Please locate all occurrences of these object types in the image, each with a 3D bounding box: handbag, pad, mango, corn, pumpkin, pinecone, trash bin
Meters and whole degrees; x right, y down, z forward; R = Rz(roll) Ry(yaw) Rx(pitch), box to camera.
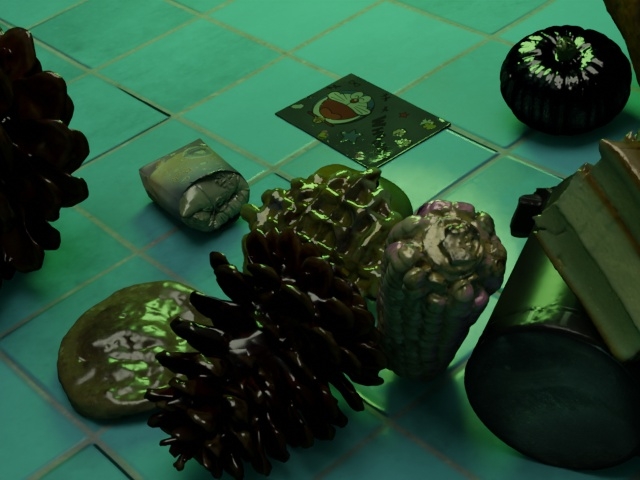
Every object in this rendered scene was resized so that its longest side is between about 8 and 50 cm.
[{"bbox_3d":[-0.177,-0.073,1.701,0.117,0.095,0.173,-30,34,-17],"label":"handbag"},{"bbox_3d":[0.065,-0.194,1.870,0.170,0.006,0.245,-30,42,-26],"label":"pad"},{"bbox_3d":[0.044,-0.042,1.623,0.191,0.086,0.122,21,59,44],"label":"mango"},{"bbox_3d":[0.115,0.064,1.280,0.126,0.335,0.127,2,67,-4],"label":"corn"},{"bbox_3d":[0.367,-0.240,1.764,0.194,0.150,0.194,11,28,-6],"label":"pumpkin"},{"bbox_3d":[-0.508,-0.105,1.560,0.397,0.398,0.398,-5,38,4],"label":"pinecone"},{"bbox_3d":[0.303,0.079,1.318,0.252,0.203,0.301,24,44,9],"label":"trash bin"},{"bbox_3d":[-0.067,0.134,1.297,0.246,0.246,0.292,23,59,35],"label":"pinecone"}]

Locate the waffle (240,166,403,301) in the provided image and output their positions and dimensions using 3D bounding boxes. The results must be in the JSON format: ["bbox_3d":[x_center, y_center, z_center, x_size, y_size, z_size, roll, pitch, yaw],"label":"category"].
[{"bbox_3d":[-0.001,-0.002,1.521,0.223,0.054,0.204,-14,58,13],"label":"waffle"}]

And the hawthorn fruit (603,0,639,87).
[{"bbox_3d":[0.608,-0.362,1.606,0.471,0.472,0.472,-5,38,4],"label":"hawthorn fruit"}]

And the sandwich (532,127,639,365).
[{"bbox_3d":[0.355,-0.016,1.173,0.227,0.155,0.198,-13,63,-38],"label":"sandwich"}]

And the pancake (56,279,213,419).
[{"bbox_3d":[-0.217,0.129,1.476,0.241,0.050,0.242,-5,39,4],"label":"pancake"}]
